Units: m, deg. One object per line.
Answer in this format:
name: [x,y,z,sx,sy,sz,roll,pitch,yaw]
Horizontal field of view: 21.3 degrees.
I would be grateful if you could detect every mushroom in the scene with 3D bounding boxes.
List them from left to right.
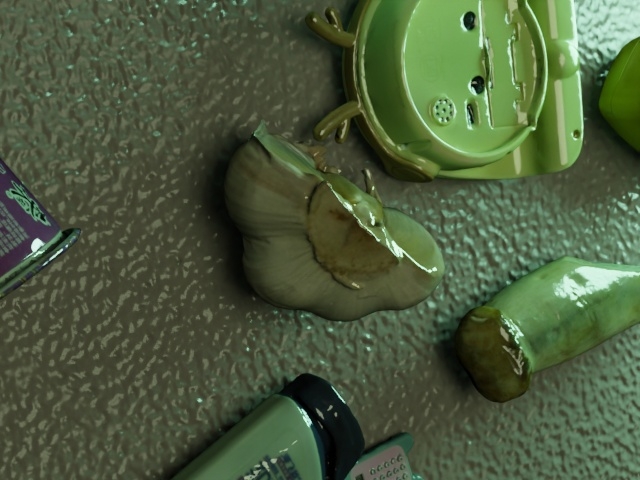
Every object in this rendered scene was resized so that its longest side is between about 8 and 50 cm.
mushroom: [0.269,0.070,1.816,0.333,0.087,0.107,-24,107,-36]

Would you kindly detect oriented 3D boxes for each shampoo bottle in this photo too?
shampoo bottle: [-0.102,0.273,1.557,0.359,0.078,0.134,-39,114,-29]

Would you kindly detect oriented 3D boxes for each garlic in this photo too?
garlic: [0.000,0.000,1.603,0.229,0.178,0.142,29,104,-13]

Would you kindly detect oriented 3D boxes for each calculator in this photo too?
calculator: [0.045,0.247,1.695,0.141,0.019,0.094,-24,106,-33]

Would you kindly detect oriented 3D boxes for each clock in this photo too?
clock: [0.123,-0.171,1.708,0.308,0.096,0.235,-8,94,-34]

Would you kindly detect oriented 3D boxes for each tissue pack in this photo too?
tissue pack: [0.393,-0.146,1.882,0.178,0.127,0.123,31,79,-30]

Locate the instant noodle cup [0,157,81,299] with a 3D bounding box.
instant noodle cup: [-0.386,-0.019,1.233,0.340,0.340,0.266,-39,99,-29]
